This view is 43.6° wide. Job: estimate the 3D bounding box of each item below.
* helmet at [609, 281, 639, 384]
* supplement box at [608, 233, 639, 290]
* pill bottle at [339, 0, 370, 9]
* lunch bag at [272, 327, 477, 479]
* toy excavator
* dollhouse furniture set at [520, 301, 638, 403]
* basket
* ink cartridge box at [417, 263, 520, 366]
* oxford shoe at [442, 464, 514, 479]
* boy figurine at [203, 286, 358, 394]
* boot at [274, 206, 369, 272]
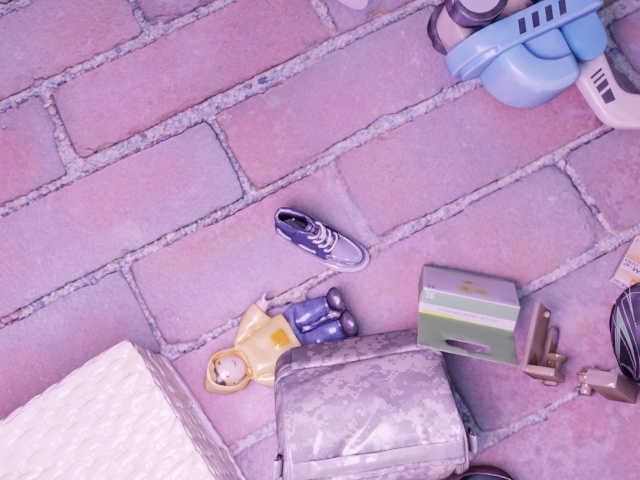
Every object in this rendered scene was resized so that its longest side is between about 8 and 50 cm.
[{"bbox_3d":[0.577,0.153,1.367,0.169,0.169,0.162,-10,115,-2],"label":"helmet"},{"bbox_3d":[0.581,0.046,1.464,0.062,0.036,0.098,30,77,10],"label":"supplement box"},{"bbox_3d":[0.108,-0.584,1.612,0.121,0.121,0.221,31,77,9],"label":"pill bottle"},{"bbox_3d":[0.071,0.288,1.268,0.304,0.256,0.213,-7,103,-2],"label":"lunch bag"},{"bbox_3d":[0.473,-0.335,1.513,0.432,0.222,0.446,-25,89,-6],"label":"toy excavator"},{"bbox_3d":[0.453,0.192,1.371,0.151,0.144,0.123,3,69,40],"label":"dollhouse furniture set"},{"bbox_3d":[-0.322,0.380,1.272,0.331,0.266,0.328,-33,75,-10],"label":"basket"},{"bbox_3d":[0.251,0.119,1.359,0.171,0.235,0.056,11,110,4],"label":"ink cartridge box"},{"bbox_3d":[0.190,0.422,1.329,0.271,0.098,0.097,-13,74,-5],"label":"oxford shoe"},{"bbox_3d":[-0.083,0.180,1.414,0.285,0.092,0.177,-24,77,-9],"label":"boy figurine"},{"bbox_3d":[0.000,0.000,1.464,0.189,0.086,0.069,21,75,7],"label":"boot"}]
